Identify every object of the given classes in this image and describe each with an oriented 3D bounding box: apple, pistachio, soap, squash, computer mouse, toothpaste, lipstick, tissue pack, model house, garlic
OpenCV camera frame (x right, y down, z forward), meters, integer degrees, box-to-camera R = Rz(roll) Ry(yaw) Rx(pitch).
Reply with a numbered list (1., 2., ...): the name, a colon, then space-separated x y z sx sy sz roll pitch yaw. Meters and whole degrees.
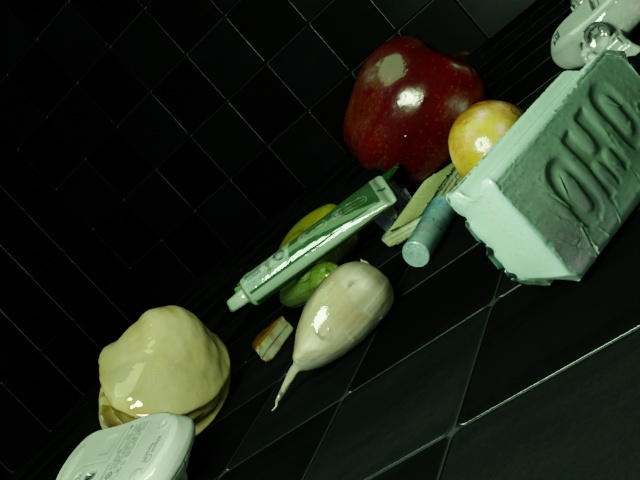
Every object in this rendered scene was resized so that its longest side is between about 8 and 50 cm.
1. apple: 0.263 -0.148 1.458 0.146 0.146 0.146 -41 8 7
2. pistachio: -0.288 0.255 1.725 0.238 0.229 0.321 4 28 7
3. apple: 0.203 -0.285 2.037 0.317 0.288 0.288 -58 2 20
4. soap: 0.273 -0.079 1.017 0.261 0.150 0.094 -46 14 -26
5. squash: -0.024 0.088 1.880 0.069 0.069 0.239 -46 9 -28
6. computer mouse: -0.298 0.376 1.487 0.297 0.121 0.184 -20 28 34
7. toothpaste: -0.023 0.015 1.818 0.392 0.061 0.099 -36 38 6
8. lipstick: 0.177 -0.016 1.526 0.048 0.048 0.158 -36 10 38
9. tissue pack: 0.000 0.000 2.041 0.178 0.123 0.127 -36 14 45
10. model house: 0.136 -0.075 1.914 0.117 0.088 0.167 -39 7 20
11. garlic: 0.014 0.131 1.395 0.266 0.148 0.128 -40 43 -20

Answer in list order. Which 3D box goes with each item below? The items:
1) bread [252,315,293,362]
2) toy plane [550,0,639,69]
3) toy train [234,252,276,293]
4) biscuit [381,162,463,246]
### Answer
1. bread: -0.099 0.193 1.767 0.062 0.043 0.109 -33 13 42
2. toy plane: 0.517 -0.394 1.666 0.252 0.118 0.252 -40 26 25
3. toy train: -0.145 0.087 2.574 0.249 0.053 0.085 -33 20 47
4. biscuit: 0.197 -0.069 1.758 0.121 0.040 0.199 -30 16 48
